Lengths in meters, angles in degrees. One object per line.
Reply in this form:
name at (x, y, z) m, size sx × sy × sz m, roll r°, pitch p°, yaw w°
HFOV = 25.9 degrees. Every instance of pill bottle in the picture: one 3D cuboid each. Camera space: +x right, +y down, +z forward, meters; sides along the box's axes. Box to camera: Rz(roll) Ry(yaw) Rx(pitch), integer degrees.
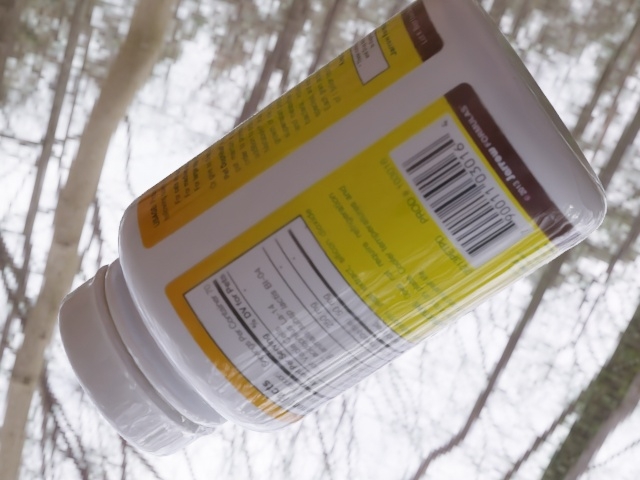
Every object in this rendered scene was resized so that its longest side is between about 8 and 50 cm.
pill bottle at (0.000, 0.000, 0.573) m, size 0.117 × 0.215 × 0.117 m, roll 52°, pitch -166°, yaw -18°
